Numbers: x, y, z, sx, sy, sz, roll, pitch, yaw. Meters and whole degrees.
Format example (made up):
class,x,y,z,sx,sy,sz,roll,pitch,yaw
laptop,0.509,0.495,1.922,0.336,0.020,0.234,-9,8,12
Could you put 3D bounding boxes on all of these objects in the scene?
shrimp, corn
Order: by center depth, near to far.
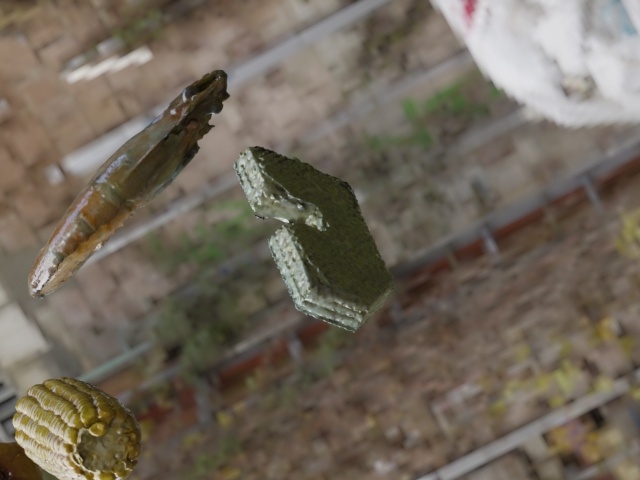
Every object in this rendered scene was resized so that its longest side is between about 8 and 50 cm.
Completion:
class,x,y,z,sx,sy,sz,roll,pitch,yaw
corn,-0.164,0.129,1.293,0.068,0.068,0.207,60,164,-10
shrimp,-0.164,-0.047,1.640,0.052,0.251,0.143,46,176,1

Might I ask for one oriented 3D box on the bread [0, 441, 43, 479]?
class,x,y,z,sx,sy,sz,roll,pitch,yaw
bread,-0.324,0.343,1.969,0.077,0.139,0.271,117,141,-73

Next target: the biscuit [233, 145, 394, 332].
class,x,y,z,sx,sy,sz,roll,pitch,yaw
biscuit,0.000,0.000,1.994,0.147,0.046,0.250,23,-151,-34
